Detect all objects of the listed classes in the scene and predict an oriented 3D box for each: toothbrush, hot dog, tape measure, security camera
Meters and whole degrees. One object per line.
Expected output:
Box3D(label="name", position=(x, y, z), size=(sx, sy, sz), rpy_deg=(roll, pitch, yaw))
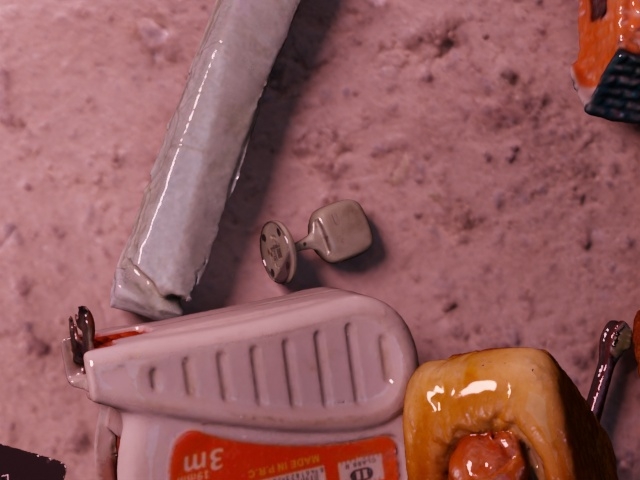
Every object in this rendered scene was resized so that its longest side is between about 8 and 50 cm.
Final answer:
Box3D(label="toothbrush", position=(0.211, 0.241, 1.182), size=(0.041, 0.041, 0.363), rpy_deg=(23, 78, -14))
Box3D(label="hot dog", position=(0.155, 0.191, 1.048), size=(0.150, 0.256, 0.153), rpy_deg=(-9, 62, 20))
Box3D(label="tape measure", position=(-0.053, 0.156, 1.056), size=(0.258, 0.130, 0.265), rpy_deg=(-10, 98, -22))
Box3D(label="security camera", position=(0.000, 0.000, 1.139), size=(0.092, 0.058, 0.058), rpy_deg=(-13, 89, -30))

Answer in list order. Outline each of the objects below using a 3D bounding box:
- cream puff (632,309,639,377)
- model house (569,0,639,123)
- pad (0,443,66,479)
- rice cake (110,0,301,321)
Box3D(label="cream puff", position=(0.437, 0.104, 1.176), size=(0.303, 0.212, 0.303), rpy_deg=(4, 80, -22))
Box3D(label="model house", position=(0.349, -0.166, 1.187), size=(0.272, 0.190, 0.300), rpy_deg=(8, 83, -18))
Box3D(label="pad", position=(-0.290, 0.272, 0.991), size=(0.160, 0.009, 0.265), rpy_deg=(12, 78, 21))
Box3D(label="rice cake", position=(-0.088, -0.094, 1.108), size=(0.066, 0.063, 0.336), rpy_deg=(24, 77, -19))
